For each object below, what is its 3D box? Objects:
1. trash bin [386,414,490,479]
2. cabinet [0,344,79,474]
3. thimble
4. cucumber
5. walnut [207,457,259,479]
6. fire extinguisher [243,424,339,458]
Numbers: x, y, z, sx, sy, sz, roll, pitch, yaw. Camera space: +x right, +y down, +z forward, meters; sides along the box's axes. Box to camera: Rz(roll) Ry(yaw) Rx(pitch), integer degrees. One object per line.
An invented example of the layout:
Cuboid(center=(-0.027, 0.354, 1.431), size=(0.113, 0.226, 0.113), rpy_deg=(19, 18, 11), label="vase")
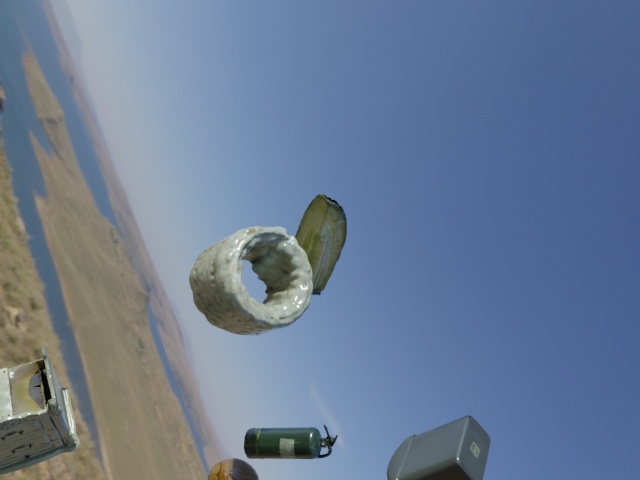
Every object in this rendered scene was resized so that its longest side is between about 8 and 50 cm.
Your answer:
Cuboid(center=(0.265, 0.516, 1.219), size=(0.101, 0.177, 0.236), rpy_deg=(50, -56, 0), label="trash bin")
Cuboid(center=(-0.929, 0.526, 1.603), size=(0.227, 0.290, 0.317), rpy_deg=(59, -28, 34), label="cabinet")
Cuboid(center=(-0.170, 0.099, 1.368), size=(0.195, 0.292, 0.291), rpy_deg=(-23, -92, 45), label="thimble")
Cuboid(center=(0.001, -0.002, 1.525), size=(0.145, 0.105, 0.325), rpy_deg=(-119, -144, -43), label="cucumber")
Cuboid(center=(-0.299, 0.843, 1.823), size=(0.167, 0.167, 0.207), rpy_deg=(49, -4, 48), label="walnut")
Cuboid(center=(-0.075, 0.599, 1.562), size=(0.093, 0.295, 0.118), rpy_deg=(-47, 126, -67), label="fire extinguisher")
